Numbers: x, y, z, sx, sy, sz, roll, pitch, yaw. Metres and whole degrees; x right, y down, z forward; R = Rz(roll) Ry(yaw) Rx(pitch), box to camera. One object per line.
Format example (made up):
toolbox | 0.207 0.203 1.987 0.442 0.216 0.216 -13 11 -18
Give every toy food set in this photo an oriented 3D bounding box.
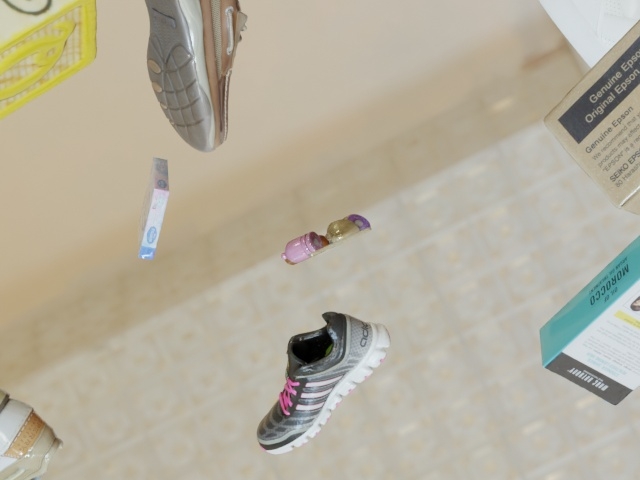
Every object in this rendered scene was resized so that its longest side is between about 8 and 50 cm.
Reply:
toy food set | 0.000 0.000 1.587 0.019 0.078 0.122 66 166 1

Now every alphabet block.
alphabet block | -0.368 -0.254 2.035 0.197 0.192 0.193 53 166 11

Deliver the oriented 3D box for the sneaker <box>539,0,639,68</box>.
sneaker | 0.328 -0.159 1.589 0.292 0.169 0.108 51 -159 6

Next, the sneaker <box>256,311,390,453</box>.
sneaker | -0.014 0.129 1.812 0.075 0.170 0.063 33 -158 -27

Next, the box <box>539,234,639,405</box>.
box | 0.335 0.058 1.932 0.100 0.244 0.060 28 -144 -21

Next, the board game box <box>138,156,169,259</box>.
board game box | -0.193 -0.038 2.221 0.090 0.020 0.090 -102 24 -63

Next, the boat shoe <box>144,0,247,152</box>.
boat shoe | -0.140 -0.253 2.318 0.123 0.116 0.324 36 143 40

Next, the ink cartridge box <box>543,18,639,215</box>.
ink cartridge box | 0.280 -0.098 1.244 0.088 0.193 0.234 52 -160 27

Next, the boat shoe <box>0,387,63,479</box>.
boat shoe | -0.365 0.260 2.138 0.103 0.113 0.302 31 152 -4
